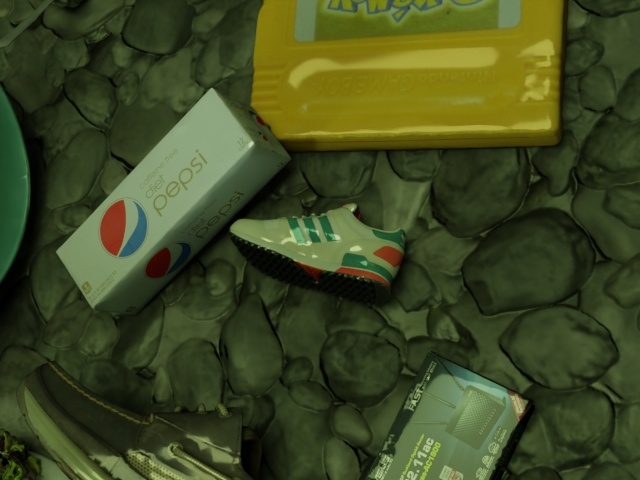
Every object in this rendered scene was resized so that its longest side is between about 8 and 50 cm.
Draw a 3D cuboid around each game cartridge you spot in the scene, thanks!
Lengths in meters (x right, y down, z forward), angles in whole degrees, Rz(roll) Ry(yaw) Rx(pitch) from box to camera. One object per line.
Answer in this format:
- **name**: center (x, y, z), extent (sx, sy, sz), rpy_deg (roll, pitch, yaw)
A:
- **game cartridge**: center (0.083, -0.241, 0.982), extent (0.285, 0.052, 0.324), rpy_deg (0, 73, 19)

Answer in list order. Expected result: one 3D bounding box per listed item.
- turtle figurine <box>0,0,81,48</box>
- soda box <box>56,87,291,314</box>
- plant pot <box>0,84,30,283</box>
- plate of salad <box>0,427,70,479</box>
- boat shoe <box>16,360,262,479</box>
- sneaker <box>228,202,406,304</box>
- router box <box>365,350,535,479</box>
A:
- **turtle figurine**: center (-0.275, -0.338, 1.058), extent (0.266, 0.275, 0.198), rpy_deg (-37, 100, 1)
- **soda box**: center (-0.133, -0.031, 0.959), extent (0.216, 0.069, 0.074), rpy_deg (-44, 65, 15)
- **plant pot**: center (-0.460, -0.051, 0.991), extent (0.235, 0.293, 0.293), rpy_deg (-5, 71, 35)
- **plate of salad**: center (-0.302, 0.206, 0.900), extent (0.200, 0.200, 0.048), rpy_deg (14, 106, 22)
- **boat shoe**: center (-0.099, 0.206, 0.881), extent (0.355, 0.132, 0.130), rpy_deg (36, 69, 19)
- **sneaker**: center (0.000, 0.000, 0.941), extent (0.161, 0.057, 0.075), rpy_deg (16, 63, 24)
- **router box**: center (0.104, 0.163, 0.858), extent (0.092, 0.038, 0.122), rpy_deg (24, 83, 24)
